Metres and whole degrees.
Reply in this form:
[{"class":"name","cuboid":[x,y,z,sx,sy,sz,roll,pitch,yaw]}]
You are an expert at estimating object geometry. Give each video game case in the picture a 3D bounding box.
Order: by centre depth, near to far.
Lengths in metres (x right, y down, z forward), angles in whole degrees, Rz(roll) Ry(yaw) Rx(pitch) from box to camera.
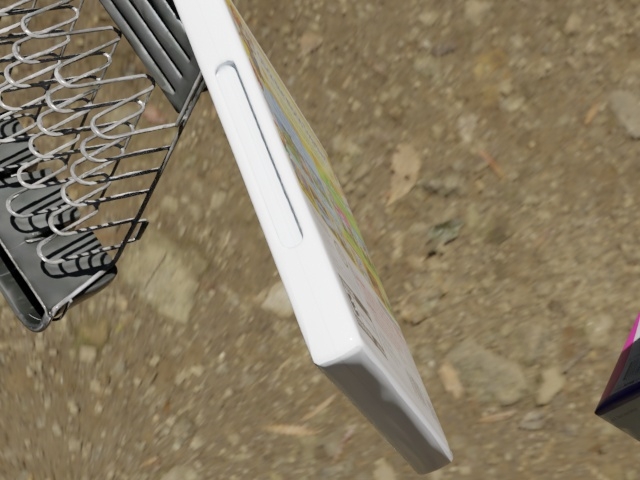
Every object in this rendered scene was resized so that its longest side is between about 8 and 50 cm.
[{"class":"video game case","cuboid":[0.000,0.000,0.759,0.026,0.227,0.206,-25,65,6]}]

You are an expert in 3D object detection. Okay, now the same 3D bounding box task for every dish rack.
[{"class":"dish rack","cuboid":[-0.163,-0.098,0.897,0.074,0.271,0.208,-25,70,-37]}]

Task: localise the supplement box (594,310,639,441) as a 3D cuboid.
[{"class":"supplement box","cuboid":[0.378,0.096,1.491,0.114,0.111,0.220,32,63,-6]}]
